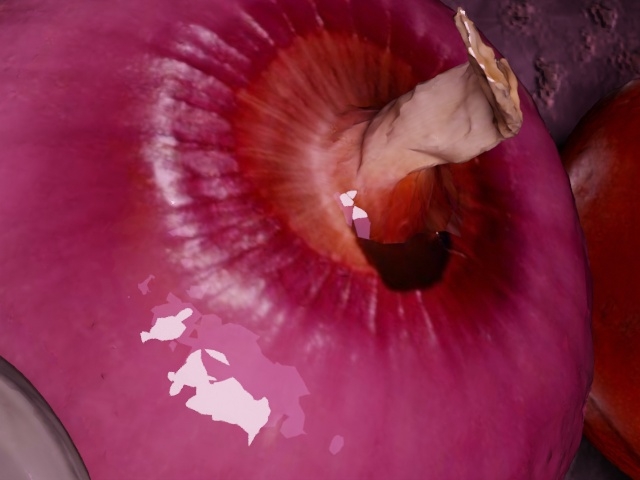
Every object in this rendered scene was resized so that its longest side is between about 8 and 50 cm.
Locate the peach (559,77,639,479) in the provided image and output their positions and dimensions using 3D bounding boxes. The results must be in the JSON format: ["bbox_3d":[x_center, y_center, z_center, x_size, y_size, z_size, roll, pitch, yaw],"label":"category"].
[{"bbox_3d":[0.192,0.041,1.043,0.159,0.154,0.267,-7,94,-36],"label":"peach"}]

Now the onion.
[{"bbox_3d":[-0.013,0.017,0.861,0.358,0.345,0.358,29,56,-56],"label":"onion"}]

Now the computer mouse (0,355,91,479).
[{"bbox_3d":[-0.197,0.153,0.745,0.095,0.331,0.197,6,68,-48],"label":"computer mouse"}]
